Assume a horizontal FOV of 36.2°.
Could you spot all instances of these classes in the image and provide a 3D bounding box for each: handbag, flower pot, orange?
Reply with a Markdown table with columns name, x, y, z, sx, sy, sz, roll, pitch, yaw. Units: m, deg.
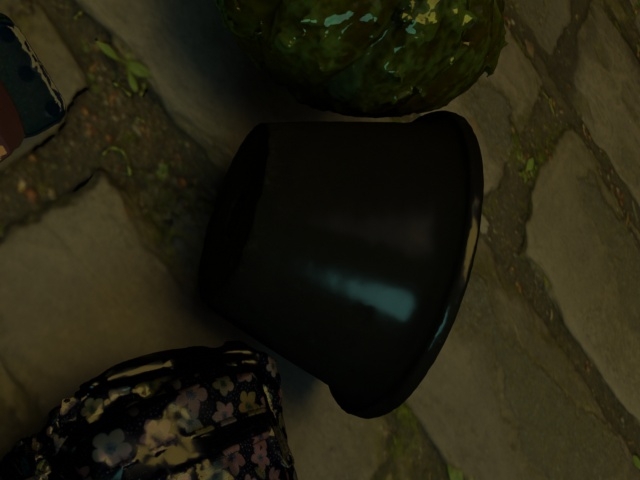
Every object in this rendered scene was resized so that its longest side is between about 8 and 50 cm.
| name | x | y | z | sx | sy | sz | roll | pitch | yaw |
| --- | --- | --- | --- | --- | --- | --- | --- | --- | --- |
| handbag | -0.102 | 0.183 | 0.708 | 0.228 | 0.126 | 0.208 | -14 | 88 | -37 |
| flower pot | 0.000 | 0.000 | 0.807 | 0.166 | 0.269 | 0.269 | 16 | 65 | -15 |
| orange | 0.027 | -0.228 | 0.871 | 0.300 | 0.223 | 0.301 | 40 | 33 | -10 |

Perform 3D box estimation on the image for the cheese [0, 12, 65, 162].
| name | x | y | z | sx | sy | sz | roll | pitch | yaw |
| --- | --- | --- | --- | --- | --- | --- | --- | --- | --- |
| cheese | -0.287 | -0.061 | 0.636 | 0.286 | 0.074 | 0.189 | -42 | 109 | -43 |
